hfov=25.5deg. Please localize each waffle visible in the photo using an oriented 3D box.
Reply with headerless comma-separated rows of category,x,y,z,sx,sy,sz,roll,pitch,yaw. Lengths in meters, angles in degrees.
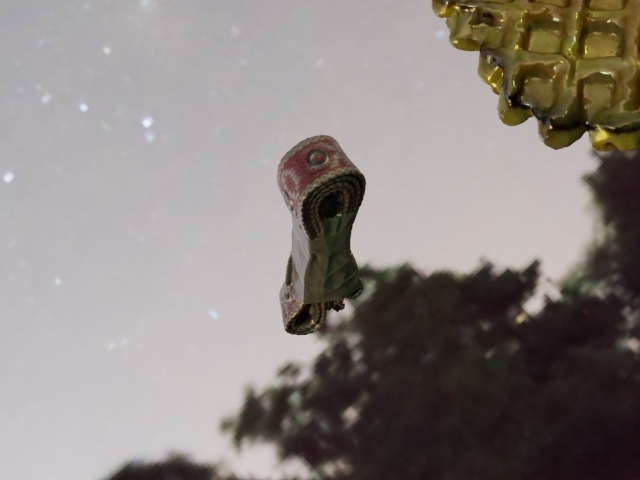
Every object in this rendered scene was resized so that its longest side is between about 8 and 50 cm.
waffle,0.229,-0.200,1.056,0.301,0.281,0.058,-17,-24,4

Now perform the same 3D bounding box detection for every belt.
belt,0.000,0.000,1.179,0.071,0.053,0.232,-22,-30,-18
